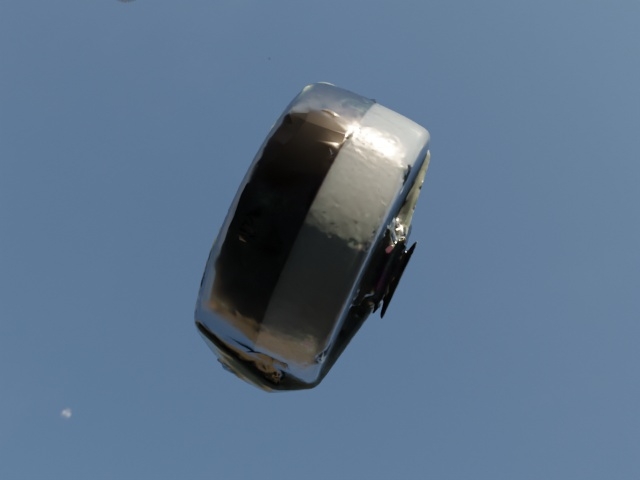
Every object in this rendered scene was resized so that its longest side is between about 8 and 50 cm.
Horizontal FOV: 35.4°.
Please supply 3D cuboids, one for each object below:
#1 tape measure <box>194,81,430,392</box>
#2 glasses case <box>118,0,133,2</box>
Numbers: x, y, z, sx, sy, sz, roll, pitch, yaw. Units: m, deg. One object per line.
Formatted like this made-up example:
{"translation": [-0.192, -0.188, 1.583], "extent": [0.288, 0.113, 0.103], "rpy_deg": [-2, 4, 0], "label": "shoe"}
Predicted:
{"translation": [0.000, 0.000, 0.603], "extent": [0.107, 0.181, 0.182], "rpy_deg": [25, -77, 4], "label": "tape measure"}
{"translation": [-0.058, -0.157, 0.364], "extent": [0.041, 0.063, 0.164], "rpy_deg": [29, -37, 3], "label": "glasses case"}
